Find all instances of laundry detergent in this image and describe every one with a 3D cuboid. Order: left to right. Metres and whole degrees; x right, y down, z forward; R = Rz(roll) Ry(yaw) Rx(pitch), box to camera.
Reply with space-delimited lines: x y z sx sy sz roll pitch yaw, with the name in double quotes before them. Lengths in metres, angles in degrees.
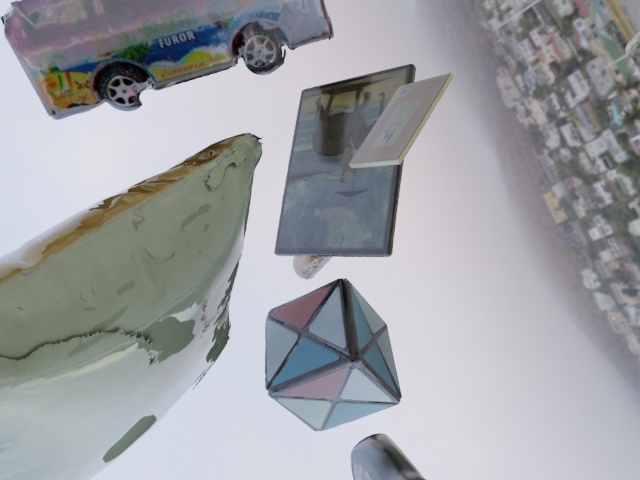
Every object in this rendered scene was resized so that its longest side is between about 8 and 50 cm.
"laundry detergent" 0.107 0.316 0.652 0.078 0.222 0.144 -22 -83 -14

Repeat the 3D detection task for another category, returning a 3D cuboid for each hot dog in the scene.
"hot dog" 0.000 0.000 1.398 0.100 0.337 0.135 42 -119 2

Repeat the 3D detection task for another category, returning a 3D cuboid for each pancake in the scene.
"pancake" 0.575 -0.343 0.917 0.158 0.158 0.028 -8 -100 -55

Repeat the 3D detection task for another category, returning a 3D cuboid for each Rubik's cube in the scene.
"Rubik's cube" 0.027 0.281 1.385 0.248 0.250 0.246 47 -155 -39

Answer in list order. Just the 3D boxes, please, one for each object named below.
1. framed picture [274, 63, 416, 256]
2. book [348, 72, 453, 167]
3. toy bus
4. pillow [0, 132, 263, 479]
"framed picture" 0.039 -0.138 1.029 0.016 0.265 0.346 21 -106 -48
"book" 0.122 -0.182 0.874 0.012 0.118 0.172 42 -109 -28
"toy bus" -0.152 -0.234 0.597 0.112 0.317 0.138 -107 -1 -47
"pillow" -0.172 0.083 0.463 0.119 0.310 0.312 37 -130 13
